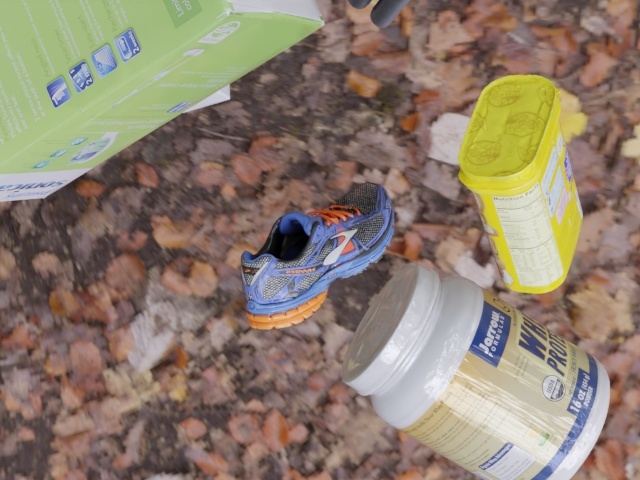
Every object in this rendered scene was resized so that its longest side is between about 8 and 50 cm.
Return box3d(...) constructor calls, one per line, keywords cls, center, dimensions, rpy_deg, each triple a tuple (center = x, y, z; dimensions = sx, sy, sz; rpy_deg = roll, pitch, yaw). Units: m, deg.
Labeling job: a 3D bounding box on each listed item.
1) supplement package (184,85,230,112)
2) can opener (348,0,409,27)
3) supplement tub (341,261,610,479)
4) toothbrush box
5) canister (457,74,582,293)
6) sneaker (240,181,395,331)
box3d(cls="supplement package", center=(-0.213, -0.299, 1.661), dimensions=(0.134, 0.139, 0.244), rpy_deg=(-12, 73, 26))
box3d(cls="can opener", center=(0.127, -0.365, 1.529), dimensions=(0.076, 0.283, 0.095), rpy_deg=(38, 59, -4))
box3d(cls="supplement tub", center=(0.211, 0.190, 1.757), dimensions=(0.316, 0.228, 0.228), rpy_deg=(31, 90, -10))
box3d(cls="toothbrush box", center=(-0.171, -0.174, 0.872), dimensions=(0.283, 0.122, 0.206), rpy_deg=(-28, 81, 28))
box3d(cls="canister", center=(0.188, -0.047, 1.172), dimensions=(0.126, 0.073, 0.170), rpy_deg=(-67, 148, -33))
box3d(cls="sneaker", center=(0.000, 0.000, 1.295), dimensions=(0.221, 0.083, 0.087), rpy_deg=(-44, 127, -38))
